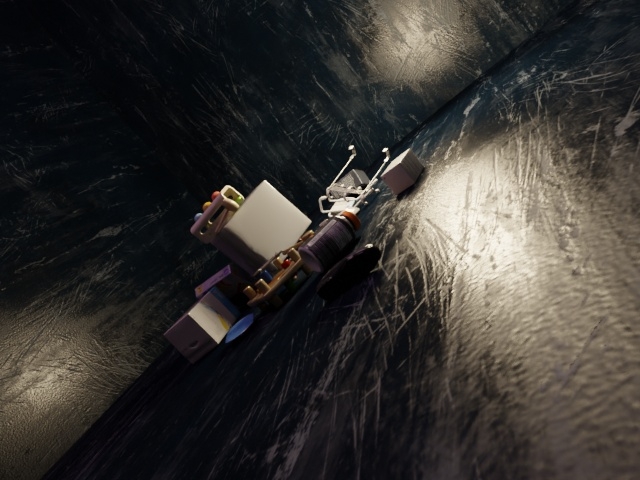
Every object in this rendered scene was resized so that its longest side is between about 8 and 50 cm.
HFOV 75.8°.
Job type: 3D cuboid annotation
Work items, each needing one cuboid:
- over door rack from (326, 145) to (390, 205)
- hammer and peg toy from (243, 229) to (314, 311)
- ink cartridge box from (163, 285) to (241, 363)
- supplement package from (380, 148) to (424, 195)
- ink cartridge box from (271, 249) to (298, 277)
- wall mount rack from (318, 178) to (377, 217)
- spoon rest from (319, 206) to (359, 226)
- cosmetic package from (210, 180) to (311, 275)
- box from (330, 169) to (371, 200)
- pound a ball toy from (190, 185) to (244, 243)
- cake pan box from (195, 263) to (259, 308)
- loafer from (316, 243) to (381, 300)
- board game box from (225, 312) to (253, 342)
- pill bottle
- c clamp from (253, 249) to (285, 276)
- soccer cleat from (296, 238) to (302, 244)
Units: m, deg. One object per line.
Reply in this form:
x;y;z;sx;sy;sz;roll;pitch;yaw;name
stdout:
0.203;-0.327;2.113;0.239;0.108;0.324;13;67;37;over door rack
-0.141;0.132;1.686;0.361;0.127;0.266;-46;7;-29;hammer and peg toy
-0.551;0.396;1.947;0.198;0.197;0.270;-38;9;23;ink cartridge box
0.341;-0.285;1.698;0.105;0.105;0.179;-34;11;39;supplement package
-0.136;0.102;2.050;0.332;0.065;0.165;-37;10;34;ink cartridge box
0.162;-0.239;2.277;0.303;0.131;0.350;-4;22;16;wall mount rack
0.101;-0.092;1.976;0.137;0.084;0.276;-34;-2;37;spoon rest
-0.322;-0.043;2.149;0.327;0.329;0.393;-55;15;-23;cosmetic package
0.184;-0.331;2.519;0.207;0.108;0.153;-37;-13;26;box
-0.497;-0.127;1.937;0.319;0.135;0.208;-44;15;26;pound a ball toy
-0.468;0.256;2.135;0.245;0.267;0.070;-32;49;15;cake pan box
0.074;0.079;1.124;0.223;0.076;0.078;-42;15;26;loafer
-0.311;0.356;1.631;0.133;0.033;0.169;-37;13;-1;board game box
0.043;-0.004;1.524;0.245;0.130;0.130;-44;8;-23;pill bottle
-0.222;0.095;1.730;0.160;0.022;0.137;-43;7;-14;c clamp
-0.140;0.028;2.321;0.116;0.109;0.318;-38;12;8;soccer cleat
